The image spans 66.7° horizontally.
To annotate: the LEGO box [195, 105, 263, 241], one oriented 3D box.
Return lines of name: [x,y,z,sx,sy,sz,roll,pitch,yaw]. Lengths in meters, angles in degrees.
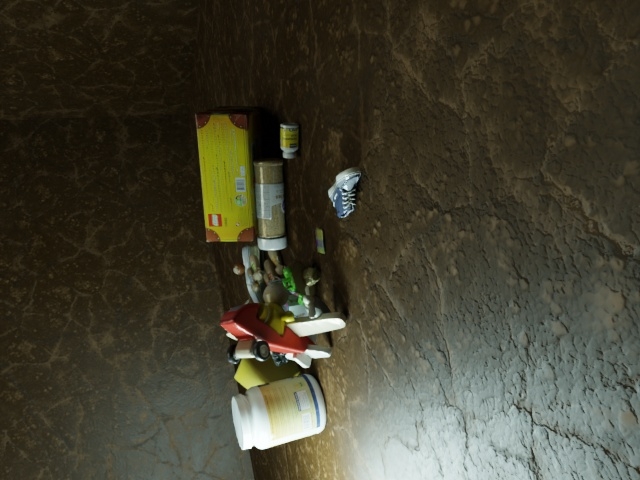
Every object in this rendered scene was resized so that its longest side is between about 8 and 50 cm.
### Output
LEGO box: [-0.353,-0.286,2.007,0.372,0.193,0.500,-83,-7,-71]

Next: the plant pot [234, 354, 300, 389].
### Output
plant pot: [-0.214,0.558,2.082,0.187,0.212,0.212,46,139,19]

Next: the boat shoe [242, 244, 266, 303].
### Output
boat shoe: [-0.301,0.163,2.337,0.109,0.094,0.302,6,-111,-73]

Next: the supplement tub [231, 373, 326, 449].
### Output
supplement tub: [-0.160,0.647,1.836,0.228,0.316,0.228,172,90,-69]

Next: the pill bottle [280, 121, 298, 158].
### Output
pill bottle: [-0.108,-0.349,1.696,0.065,0.065,0.116,-135,41,-58]

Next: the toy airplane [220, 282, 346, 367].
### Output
toy airplane: [-0.129,0.278,1.625,0.384,0.386,0.272,110,160,-69]

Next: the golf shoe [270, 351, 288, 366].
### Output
golf shoe: [-0.175,0.376,1.855,0.094,0.077,0.198,-168,71,-68]

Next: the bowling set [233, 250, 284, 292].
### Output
bowling set: [-0.274,0.162,2.147,0.287,0.200,0.154,102,150,-50]

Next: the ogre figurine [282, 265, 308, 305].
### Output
ogre figurine: [-0.081,0.165,1.749,0.197,0.097,0.118,-106,-4,-49]

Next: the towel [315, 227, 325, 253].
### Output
towel: [0.000,0.000,1.619,0.060,0.009,0.083,-169,71,-67]

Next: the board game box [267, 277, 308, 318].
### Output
board game box: [-0.122,0.303,1.929,0.303,0.097,0.224,-152,56,-64]

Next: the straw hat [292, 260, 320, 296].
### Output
straw hat: [-0.034,0.123,1.671,0.061,0.144,0.144,-30,63,23]

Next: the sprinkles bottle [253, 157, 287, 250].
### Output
sprinkles bottle: [-0.198,-0.143,1.926,0.121,0.121,0.355,-147,53,-63]

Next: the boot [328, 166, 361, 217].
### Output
boot: [0.076,-0.127,1.313,0.190,0.069,0.086,126,125,-72]
